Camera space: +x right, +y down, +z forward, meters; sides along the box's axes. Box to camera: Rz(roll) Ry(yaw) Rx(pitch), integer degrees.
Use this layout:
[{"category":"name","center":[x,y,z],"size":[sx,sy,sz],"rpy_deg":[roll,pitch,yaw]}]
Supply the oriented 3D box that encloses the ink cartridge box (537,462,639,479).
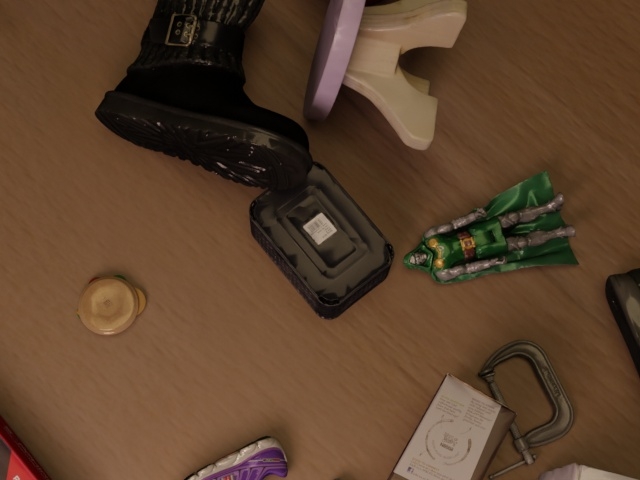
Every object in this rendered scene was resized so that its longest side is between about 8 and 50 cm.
[{"category":"ink cartridge box","center":[0.414,0.369,1.299],"size":[0.307,0.223,0.129],"rpy_deg":[14,74,3]}]

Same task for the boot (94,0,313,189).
[{"category":"boot","center":[-0.118,-0.230,1.469],"size":[0.348,0.131,0.260],"rpy_deg":[20,73,27]}]

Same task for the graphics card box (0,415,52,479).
[{"category":"graphics card box","center":[-0.497,0.385,1.331],"size":[0.371,0.094,0.233],"rpy_deg":[-40,79,-12]}]

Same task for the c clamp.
[{"category":"c clamp","center":[0.259,0.214,1.445],"size":[0.137,0.022,0.160],"rpy_deg":[-17,75,-7]}]

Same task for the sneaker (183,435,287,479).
[{"category":"sneaker","center":[-0.118,0.308,1.382],"size":[0.170,0.068,0.071],"rpy_deg":[-25,81,-10]}]

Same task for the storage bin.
[{"category":"storage bin","center":[0.000,0.000,1.470],"size":[0.122,0.084,0.180],"rpy_deg":[-38,79,-12]}]

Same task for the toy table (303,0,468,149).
[{"category":"toy table","center":[0.082,-0.247,1.454],"size":[0.161,0.274,0.252],"rpy_deg":[12,77,-6]}]

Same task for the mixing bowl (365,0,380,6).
[{"category":"mixing bowl","center":[0.054,-0.403,1.582],"size":[0.181,0.098,0.181],"rpy_deg":[1,68,-2]}]

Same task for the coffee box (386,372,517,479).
[{"category":"coffee box","center":[0.134,0.299,1.345],"size":[0.098,0.141,0.246],"rpy_deg":[29,79,10]}]

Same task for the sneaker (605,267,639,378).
[{"category":"sneaker","center":[0.472,0.136,1.443],"size":[0.130,0.087,0.227],"rpy_deg":[-16,69,0]}]

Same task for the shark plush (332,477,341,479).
[{"category":"shark plush","center":[-0.021,0.373,1.388],"size":[0.161,0.073,0.067],"rpy_deg":[-44,58,7]}]

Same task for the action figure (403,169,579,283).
[{"category":"action figure","center":[0.223,0.000,1.492],"size":[0.232,0.063,0.137],"rpy_deg":[-17,78,-3]}]

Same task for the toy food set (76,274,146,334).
[{"category":"toy food set","center":[-0.281,0.085,1.466],"size":[0.082,0.020,0.083],"rpy_deg":[35,75,8]}]
